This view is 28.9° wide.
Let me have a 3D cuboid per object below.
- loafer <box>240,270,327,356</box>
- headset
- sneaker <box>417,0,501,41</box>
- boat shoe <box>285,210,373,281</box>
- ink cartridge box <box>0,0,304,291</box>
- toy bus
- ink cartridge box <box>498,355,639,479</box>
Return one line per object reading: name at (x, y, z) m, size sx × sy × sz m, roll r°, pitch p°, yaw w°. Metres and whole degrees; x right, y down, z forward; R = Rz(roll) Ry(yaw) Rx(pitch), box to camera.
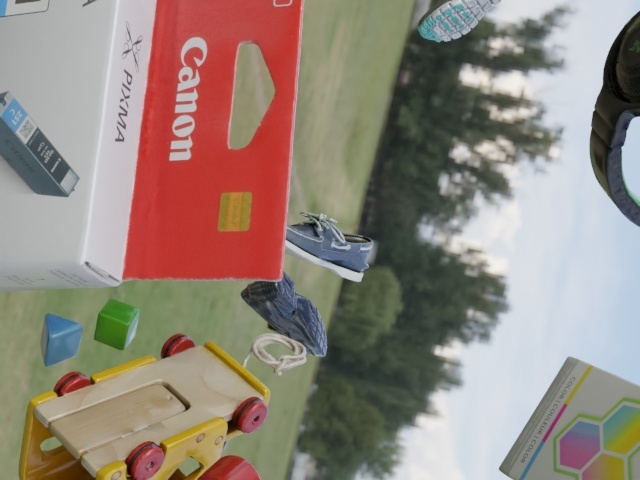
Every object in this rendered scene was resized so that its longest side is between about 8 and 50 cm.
loafer at (-0.045, 0.104, 1.697) m, size 0.170 × 0.061 × 0.062 m, roll 55°, pitch 26°, yaw -37°
headset at (0.409, -0.196, 1.290) m, size 0.185 × 0.243 × 0.394 m, roll -114°, pitch -151°, yaw -52°
sneaker at (0.206, -0.350, 1.780) m, size 0.065 × 0.166 × 0.076 m, roll 52°, pitch 7°, yaw -43°
boat shoe at (0.000, 0.000, 1.912) m, size 0.254 × 0.095 × 0.079 m, roll 23°, pitch 93°, yaw -49°
ink cartridge box at (-0.149, -0.113, 0.934) m, size 0.066 × 0.261 × 0.296 m, roll 40°, pitch 50°, yaw -63°
toy bus at (-0.121, 0.147, 0.918) m, size 0.191 × 0.202 × 0.104 m, roll -89°, pitch -167°, yaw -59°
ink cartridge box at (0.234, 0.169, 0.900) m, size 0.109 × 0.062 × 0.209 m, roll -57°, pitch -151°, yaw -5°
